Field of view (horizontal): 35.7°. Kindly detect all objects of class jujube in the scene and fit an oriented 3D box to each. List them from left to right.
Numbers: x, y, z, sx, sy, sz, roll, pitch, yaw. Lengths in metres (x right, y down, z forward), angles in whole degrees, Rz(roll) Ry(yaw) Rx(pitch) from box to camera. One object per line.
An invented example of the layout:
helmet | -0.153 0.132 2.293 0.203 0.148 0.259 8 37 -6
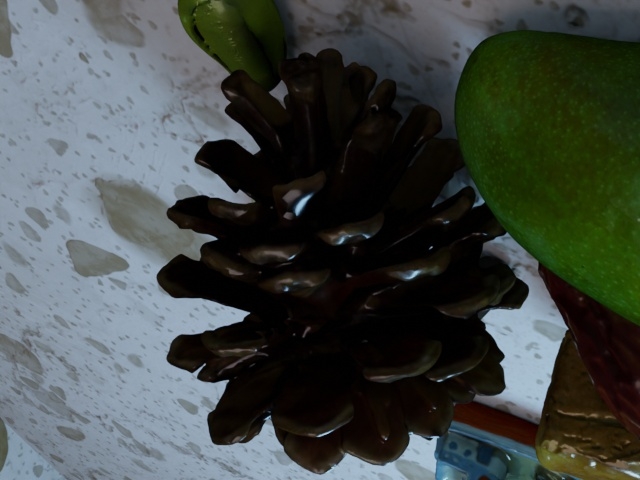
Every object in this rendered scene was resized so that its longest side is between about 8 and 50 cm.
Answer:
jujube | 0.317 0.075 0.905 0.255 0.190 0.190 47 149 6

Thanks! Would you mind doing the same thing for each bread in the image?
bread | 0.377 0.189 1.020 0.294 0.167 0.132 13 152 20

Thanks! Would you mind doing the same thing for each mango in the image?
mango | -0.081 -0.207 0.962 0.091 0.074 0.165 10 155 22
mango | 0.268 -0.048 0.766 0.382 0.201 0.225 34 143 23

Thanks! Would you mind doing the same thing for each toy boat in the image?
toy boat | 0.304 0.343 1.327 0.332 0.133 0.145 21 146 17

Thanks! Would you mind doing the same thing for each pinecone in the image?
pinecone | 0.000 0.000 0.940 0.384 0.384 0.384 22 147 15

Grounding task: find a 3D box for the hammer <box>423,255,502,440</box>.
hammer | 0.144 0.140 1.273 0.168 0.044 0.440 29 148 2

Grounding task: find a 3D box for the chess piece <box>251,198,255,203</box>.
chess piece | -0.041 0.009 1.225 0.090 0.090 0.200 16 134 23
